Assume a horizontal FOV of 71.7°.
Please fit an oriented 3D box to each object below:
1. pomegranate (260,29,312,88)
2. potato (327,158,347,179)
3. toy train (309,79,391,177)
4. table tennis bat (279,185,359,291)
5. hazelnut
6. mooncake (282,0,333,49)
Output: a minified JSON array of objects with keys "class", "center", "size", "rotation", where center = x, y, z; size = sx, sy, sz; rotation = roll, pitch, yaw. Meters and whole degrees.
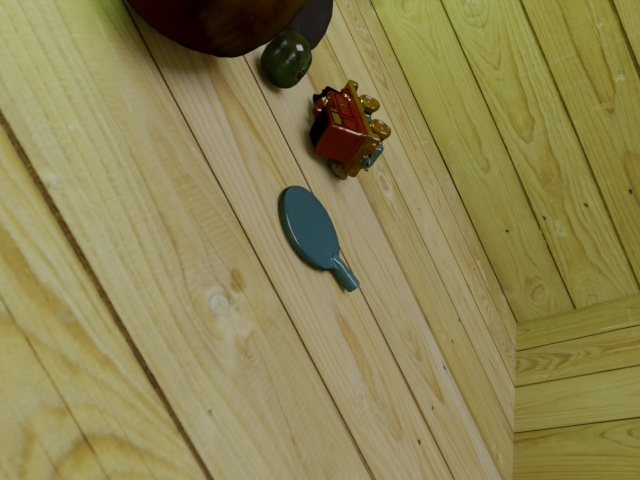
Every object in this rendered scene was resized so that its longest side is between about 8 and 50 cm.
[{"class":"pomegranate","center":[-0.099,-0.528,1.284],"size":[0.131,0.152,0.191],"rotation":[41,17,-28]},{"class":"potato","center":[0.057,-0.233,1.419],"size":[0.092,0.045,0.046],"rotation":[43,73,-32]},{"class":"toy train","center":[0.079,-0.357,1.396],"size":[0.231,0.163,0.369],"rotation":[13,45,-28]},{"class":"table tennis bat","center":[0.000,0.000,1.170],"size":[0.329,0.044,0.215],"rotation":[55,30,-16]},{"class":"hazelnut","center":[-0.218,-0.571,0.895],"size":[0.429,0.402,0.402],"rotation":[-34,100,-44]},{"class":"mooncake","center":[-0.060,-0.730,1.395],"size":[0.133,0.245,0.245],"rotation":[36,22,21]}]
